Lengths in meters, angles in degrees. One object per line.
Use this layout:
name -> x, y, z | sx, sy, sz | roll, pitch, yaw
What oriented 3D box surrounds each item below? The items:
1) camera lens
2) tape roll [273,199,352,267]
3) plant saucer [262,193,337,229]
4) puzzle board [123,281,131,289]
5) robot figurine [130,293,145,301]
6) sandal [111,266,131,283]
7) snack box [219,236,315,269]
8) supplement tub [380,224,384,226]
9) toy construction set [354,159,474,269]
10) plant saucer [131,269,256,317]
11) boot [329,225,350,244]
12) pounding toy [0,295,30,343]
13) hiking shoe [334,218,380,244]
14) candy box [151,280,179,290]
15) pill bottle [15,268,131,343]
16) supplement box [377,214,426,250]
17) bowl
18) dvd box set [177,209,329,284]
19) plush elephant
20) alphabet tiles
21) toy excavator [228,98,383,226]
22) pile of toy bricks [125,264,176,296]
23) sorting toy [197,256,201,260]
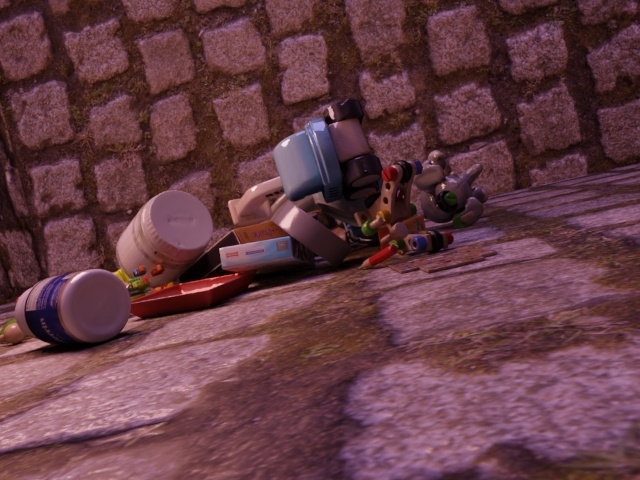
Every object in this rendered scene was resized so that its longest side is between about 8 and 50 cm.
camera lens -> -0.469, 0.001, 1.825 | 0.219, 0.219, 0.274 | -16, -16, -44
tape roll -> -0.021, -0.018, 1.652 | 0.072, 0.219, 0.219 | -55, 5, 0
plant saucer -> -0.029, -0.067, 2.294 | 0.400, 0.100, 0.400 | -27, -32, -18
puzzle board -> -0.557, 0.158, 1.576 | 0.096, 0.011, 0.128 | 9, 57, 35
robot figurine -> -0.577, 0.166, 1.842 | 0.115, 0.067, 0.101 | -9, 6, 41
sandal -> -0.657, 0.147, 1.960 | 0.317, 0.126, 0.138 | -22, -8, -19
snack box -> -0.134, 0.048, 1.674 | 0.187, 0.060, 0.322 | -9, -8, 9
supplement tub -> 0.251, -0.040, 2.147 | 0.071, 0.071, 0.107 | -10, 4, 37
toy construction set -> 0.181, -0.031, 1.568 | 0.309, 0.257, 0.237 | -44, 5, -38
plant saucer -> -0.323, 0.138, 1.548 | 0.258, 0.048, 0.259 | -11, 3, 21
boot -> 0.000, 0.000, 2.233 | 0.206, 0.090, 0.248 | -11, 6, 7
pounding toy -> -0.804, 0.207, 1.650 | 0.183, 0.110, 0.237 | -11, 3, 20
hiking shoe -> 0.134, -0.080, 2.108 | 0.113, 0.132, 0.304 | -4, 23, -26
candy box -> -0.471, 0.127, 2.063 | 0.165, 0.070, 0.196 | -15, 5, -33
pill bottle -> -0.545, 0.148, 1.324 | 0.264, 0.153, 0.153 | -10, 5, 41
supplement box -> 0.255, -0.027, 1.880 | 0.080, 0.078, 0.233 | -11, 5, 27
bowl -> 0.097, -0.151, 1.957 | 0.311, 0.163, 0.311 | 25, -7, 3
dvd box set -> -0.201, 0.030, 1.904 | 0.307, 0.062, 0.420 | -36, -12, 35
plush elephant -> 0.449, -0.170, 2.078 | 0.330, 0.272, 0.255 | -45, 3, -23
alphabet tiles -> 0.261, 0.043, 1.320 | 0.198, 0.009, 0.237 | -13, 3, -3
toy excavator -> -0.072, -0.184, 1.756 | 0.445, 0.222, 0.433 | -16, -11, -2
pile of toy bricks -> -0.489, 0.125, 1.646 | 0.212, 0.118, 0.105 | -19, -12, -33
sorting toy -> -0.550, 0.117, 2.237 | 0.229, 0.041, 0.307 | -26, -10, 21
